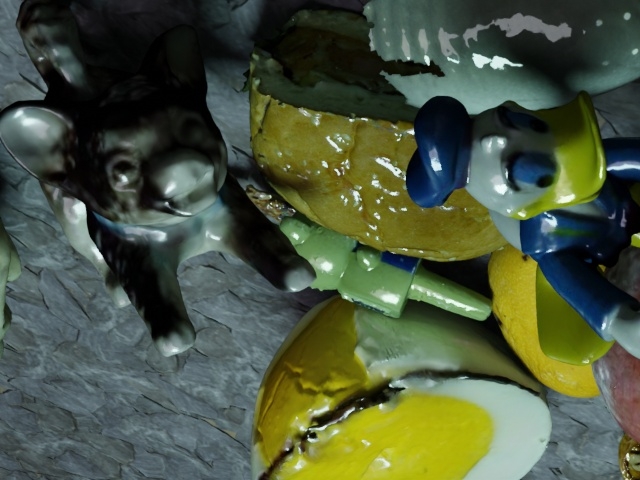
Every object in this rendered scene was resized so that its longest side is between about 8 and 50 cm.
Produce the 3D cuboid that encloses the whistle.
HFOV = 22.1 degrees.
[{"bbox_3d":[0.056,0.024,1.551,0.227,0.085,0.105,20,171,7],"label":"whistle"}]

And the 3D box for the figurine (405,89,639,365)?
[{"bbox_3d":[0.180,-0.004,1.162,0.338,0.204,0.283,24,-172,-42],"label":"figurine"}]

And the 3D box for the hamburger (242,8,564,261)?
[{"bbox_3d":[0.070,-0.080,1.441,0.309,0.132,0.211,13,143,11],"label":"hamburger"}]

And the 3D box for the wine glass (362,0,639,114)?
[{"bbox_3d":[0.205,-0.182,1.172,0.357,0.190,0.190,4,142,28],"label":"wine glass"}]

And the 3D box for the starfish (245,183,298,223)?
[{"bbox_3d":[0.004,-0.009,1.664,0.210,0.053,0.150,39,155,-30],"label":"starfish"}]

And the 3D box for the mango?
[{"bbox_3d":[0.238,0.049,1.544,0.157,0.109,0.262,21,145,23],"label":"mango"}]

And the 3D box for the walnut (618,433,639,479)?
[{"bbox_3d":[0.371,0.240,1.767,0.091,0.052,0.121,52,154,26],"label":"walnut"}]

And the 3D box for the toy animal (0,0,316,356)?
[{"bbox_3d":[-0.171,-0.081,1.449,0.302,0.194,0.344,62,167,-16],"label":"toy animal"}]

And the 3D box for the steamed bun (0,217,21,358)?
[{"bbox_3d":[-0.488,0.013,1.782,0.339,0.247,0.352,-21,120,26],"label":"steamed bun"}]

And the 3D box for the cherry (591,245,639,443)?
[{"bbox_3d":[0.353,0.052,1.373,0.236,0.285,0.213,46,174,46],"label":"cherry"}]

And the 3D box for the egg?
[{"bbox_3d":[0.070,0.164,1.708,0.337,0.201,0.337,-9,145,-6],"label":"egg"}]
